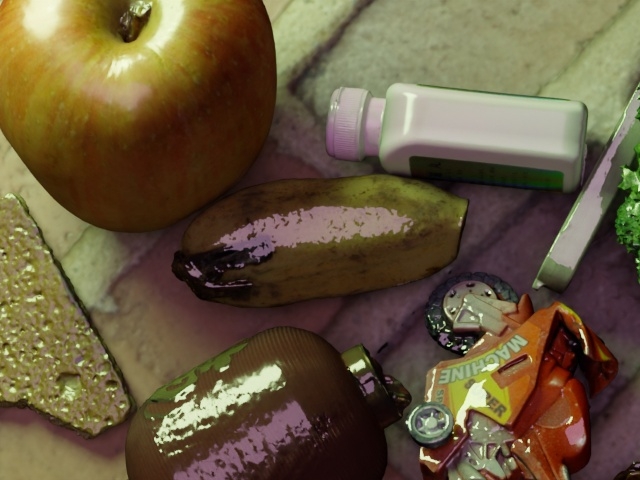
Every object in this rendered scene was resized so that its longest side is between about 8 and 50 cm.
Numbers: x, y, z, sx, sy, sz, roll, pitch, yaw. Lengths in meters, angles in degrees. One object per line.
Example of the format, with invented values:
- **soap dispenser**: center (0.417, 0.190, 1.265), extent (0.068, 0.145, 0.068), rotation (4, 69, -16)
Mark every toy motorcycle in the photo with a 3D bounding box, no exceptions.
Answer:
- **toy motorcycle**: center (0.156, 0.150, 1.368), extent (0.171, 0.089, 0.298), rotation (2, 57, 5)

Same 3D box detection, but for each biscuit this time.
- **biscuit**: center (-0.270, 0.084, 1.501), extent (0.131, 0.026, 0.237), rotation (-32, 79, 3)

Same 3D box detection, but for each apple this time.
- **apple**: center (-0.154, -0.131, 1.421), extent (0.242, 0.241, 0.242), rotation (0, 67, -1)

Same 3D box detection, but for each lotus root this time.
- **lotus root**: center (0.000, 0.000, 1.441), extent (0.258, 0.110, 0.097), rotation (-6, 39, 1)

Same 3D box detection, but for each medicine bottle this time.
- **medicine bottle**: center (0.116, -0.089, 1.431), extent (0.219, 0.115, 0.078), rotation (7, 83, 9)

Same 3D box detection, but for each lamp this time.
- **lamp**: center (-0.050, 0.169, 1.392), extent (0.258, 0.180, 0.180), rotation (-30, 78, 0)

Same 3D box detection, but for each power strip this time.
- **power strip**: center (0.243, -0.053, 1.426), extent (0.029, 0.080, 0.227), rotation (28, 86, 8)

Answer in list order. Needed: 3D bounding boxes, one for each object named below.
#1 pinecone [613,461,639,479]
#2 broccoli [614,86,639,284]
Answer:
- **pinecone**: center (0.281, 0.243, 1.352), extent (0.140, 0.121, 0.140), rotation (-1, 88, 25)
- **broccoli**: center (0.420, -0.087, 1.304), extent (0.321, 0.310, 0.413), rotation (25, 120, 17)
